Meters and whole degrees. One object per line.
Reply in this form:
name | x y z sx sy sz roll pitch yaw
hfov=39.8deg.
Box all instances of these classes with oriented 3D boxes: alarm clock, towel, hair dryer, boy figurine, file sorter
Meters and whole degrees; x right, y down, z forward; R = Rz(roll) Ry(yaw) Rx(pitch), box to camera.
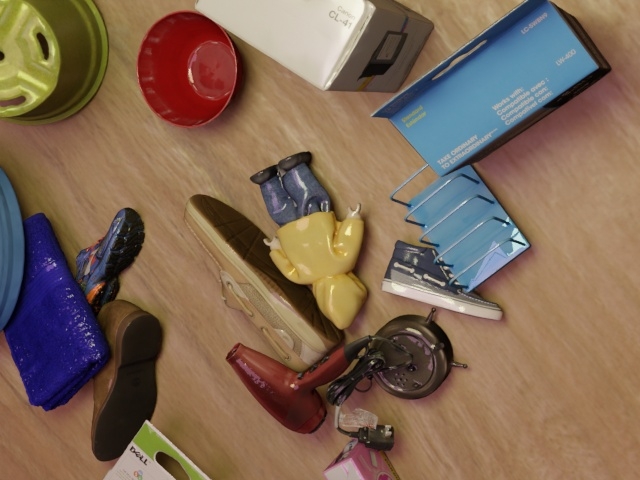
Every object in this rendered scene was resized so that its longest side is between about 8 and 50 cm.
alarm clock | 0.125 0.195 1.407 0.192 0.064 0.129 -31 87 27
towel | -0.510 0.133 1.595 0.228 0.076 0.308 -43 70 35
hair dryer | -0.007 0.214 1.398 0.294 0.080 0.223 8 118 6
boy figurine | 0.000 0.000 1.404 0.177 0.092 0.285 -27 89 24
file sorter | 0.198 -0.027 1.285 0.118 0.104 0.170 -40 69 19

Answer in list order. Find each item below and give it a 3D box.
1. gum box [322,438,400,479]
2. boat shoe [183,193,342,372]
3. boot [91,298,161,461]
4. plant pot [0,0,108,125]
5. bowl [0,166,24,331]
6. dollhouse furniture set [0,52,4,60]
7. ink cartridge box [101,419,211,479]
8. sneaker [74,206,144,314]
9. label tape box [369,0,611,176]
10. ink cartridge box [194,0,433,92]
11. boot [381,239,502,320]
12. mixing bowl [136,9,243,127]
gum box | 0.088 0.415 1.433 0.062 0.107 0.188 -33 86 24
boat shoe | -0.117 0.072 1.447 0.341 0.122 0.110 48 114 5
boot | -0.371 0.253 1.611 0.115 0.112 0.305 26 109 40
plant pot | -0.489 -0.301 1.404 0.276 0.254 0.276 -2 106 -7
bowl | -0.672 0.015 1.627 0.391 0.077 0.391 1 92 40
dollhouse furniture set | -0.648 -0.352 1.623 0.182 0.101 0.160 -35 61 24
ink cartridge box | -0.290 0.460 1.603 0.189 0.097 0.255 40 110 11
sneaker | -0.392 0.030 1.577 0.087 0.083 0.221 38 109 18
label tape box | 0.233 -0.191 1.141 0.241 0.334 0.106 -35 85 24
ink cartridge box | 0.003 -0.312 1.228 0.226 0.306 0.131 34 110 14
boot | 0.193 0.061 1.352 0.190 0.069 0.086 16 86 8
mixing bowl | -0.195 -0.276 1.429 0.182 0.098 0.181 4 101 21
